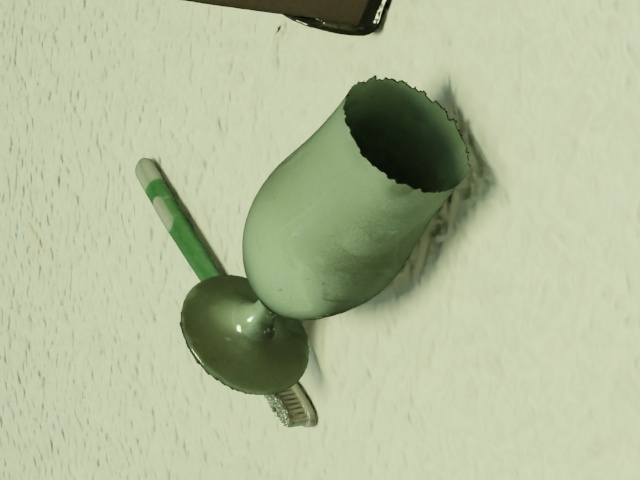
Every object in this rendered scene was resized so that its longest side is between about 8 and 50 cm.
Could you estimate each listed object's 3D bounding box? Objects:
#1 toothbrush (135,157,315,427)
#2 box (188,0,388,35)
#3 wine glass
[{"bbox_3d":[-0.071,0.030,0.959,0.257,0.024,0.018,56,132,36],"label":"toothbrush"},{"bbox_3d":[-0.067,-0.253,0.832,0.252,0.153,0.188,45,125,42],"label":"box"},{"bbox_3d":[0.000,0.000,0.807,0.202,0.093,0.093,-51,54,40],"label":"wine glass"}]
